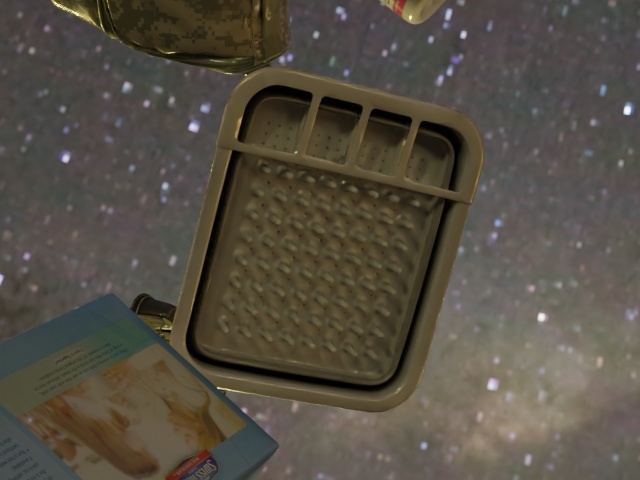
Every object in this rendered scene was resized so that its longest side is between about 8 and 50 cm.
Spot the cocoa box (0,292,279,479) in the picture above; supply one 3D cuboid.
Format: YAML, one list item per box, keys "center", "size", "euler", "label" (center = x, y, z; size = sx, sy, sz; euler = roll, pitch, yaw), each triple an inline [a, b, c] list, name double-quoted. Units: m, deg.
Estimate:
- center: [-0.242, 0.234, 1.199]
  size: [0.231, 0.347, 0.228]
  euler: [40, -64, 12]
  label: "cocoa box"

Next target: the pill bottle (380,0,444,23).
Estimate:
- center: [0.046, -0.392, 1.600]
  size: [0.283, 0.160, 0.160]
  euler: [39, -30, 7]
  label: "pill bottle"

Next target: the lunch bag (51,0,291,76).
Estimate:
- center: [-0.133, -0.335, 1.372]
  size: [0.256, 0.212, 0.305]
  euler: [30, -44, 30]
  label: "lunch bag"

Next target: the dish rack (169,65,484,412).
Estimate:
- center: [0.000, 0.000, 1.452]
  size: [0.285, 0.333, 0.072]
  euler: [12, 8, -21]
  label: "dish rack"

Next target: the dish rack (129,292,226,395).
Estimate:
- center: [-0.231, 0.237, 1.992]
  size: [0.074, 0.272, 0.208]
  euler: [4, -30, 33]
  label: "dish rack"
